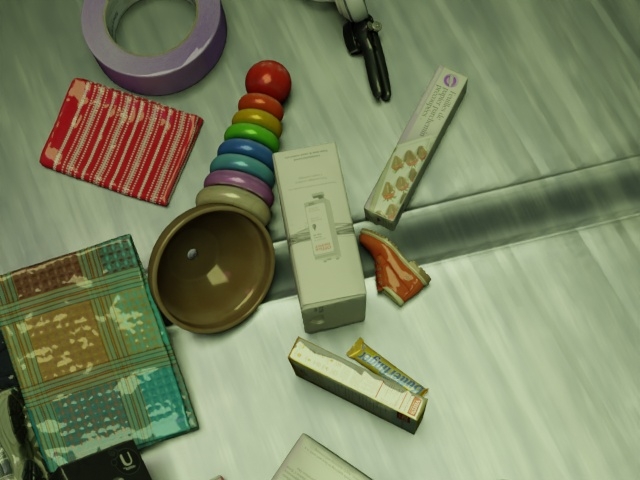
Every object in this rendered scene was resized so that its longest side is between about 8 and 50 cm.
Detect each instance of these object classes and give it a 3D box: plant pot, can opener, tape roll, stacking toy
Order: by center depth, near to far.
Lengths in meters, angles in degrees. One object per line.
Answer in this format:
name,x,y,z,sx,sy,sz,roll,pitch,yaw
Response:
plant pot,-0.209,0.038,1.871,0.237,0.237,0.110,-46,36,-10
stacking toy,-0.124,-0.189,1.964,0.141,0.141,0.330,12,67,7
can opener,0.102,-0.358,2.035,0.059,0.073,0.186,-7,71,-39
tape roll,-0.326,-0.428,2.060,0.275,0.090,0.275,-1,73,3

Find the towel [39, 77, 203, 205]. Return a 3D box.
towel,-0.388,-0.194,2.023,0.275,0.031,0.199,18,76,9

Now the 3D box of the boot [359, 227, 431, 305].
boot,0.116,0.047,1.902,0.158,0.059,0.084,43,85,13

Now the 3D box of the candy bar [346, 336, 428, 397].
candy bar,0.121,0.234,1.862,0.161,0.018,0.040,35,78,14

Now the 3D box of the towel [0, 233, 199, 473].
towel,-0.396,0.202,1.817,0.271,0.040,0.370,-18,94,-7

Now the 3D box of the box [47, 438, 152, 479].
box,-0.337,0.492,1.714,0.143,0.165,0.270,-16,69,-39

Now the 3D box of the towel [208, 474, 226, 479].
towel,-0.192,0.520,1.789,0.144,0.029,0.197,-26,73,-4

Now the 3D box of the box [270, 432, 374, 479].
box,0.026,0.423,1.715,0.181,0.182,0.119,32,81,18

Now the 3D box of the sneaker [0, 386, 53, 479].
sneaker,-0.537,0.405,1.825,0.122,0.110,0.283,-18,75,24

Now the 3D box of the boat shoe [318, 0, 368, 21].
boat shoe,-0.029,-0.555,2.054,0.156,0.136,0.367,-24,65,4

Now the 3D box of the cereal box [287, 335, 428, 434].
cereal box,0.065,0.249,1.781,0.240,0.173,0.047,25,75,10

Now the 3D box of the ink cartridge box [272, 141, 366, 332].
ink cartridge box,0.000,0.000,1.844,0.117,0.207,0.283,-11,73,-2

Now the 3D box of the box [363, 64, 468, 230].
box,0.180,-0.174,1.960,0.063,0.067,0.324,26,77,11

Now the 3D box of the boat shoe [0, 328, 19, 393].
boat shoe,-0.479,0.161,1.882,0.340,0.127,0.158,-23,79,5
